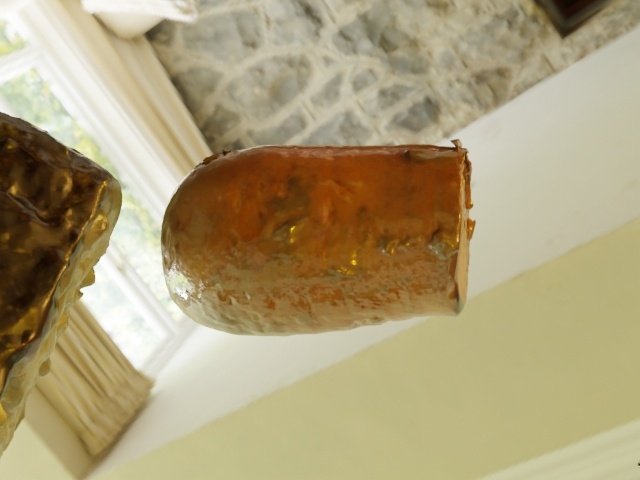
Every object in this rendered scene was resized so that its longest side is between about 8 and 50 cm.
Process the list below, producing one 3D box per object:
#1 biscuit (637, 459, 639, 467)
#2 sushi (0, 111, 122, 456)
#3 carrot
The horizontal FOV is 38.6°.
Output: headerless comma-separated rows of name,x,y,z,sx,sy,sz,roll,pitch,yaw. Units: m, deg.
biscuit,0.314,0.220,0.787,0.016,0.046,0.089,-52,-164,-6
sushi,-0.190,0.042,0.433,0.124,0.127,0.225,140,-27,-71
carrot,0.000,0.000,1.032,0.341,0.224,0.224,0,-159,12
